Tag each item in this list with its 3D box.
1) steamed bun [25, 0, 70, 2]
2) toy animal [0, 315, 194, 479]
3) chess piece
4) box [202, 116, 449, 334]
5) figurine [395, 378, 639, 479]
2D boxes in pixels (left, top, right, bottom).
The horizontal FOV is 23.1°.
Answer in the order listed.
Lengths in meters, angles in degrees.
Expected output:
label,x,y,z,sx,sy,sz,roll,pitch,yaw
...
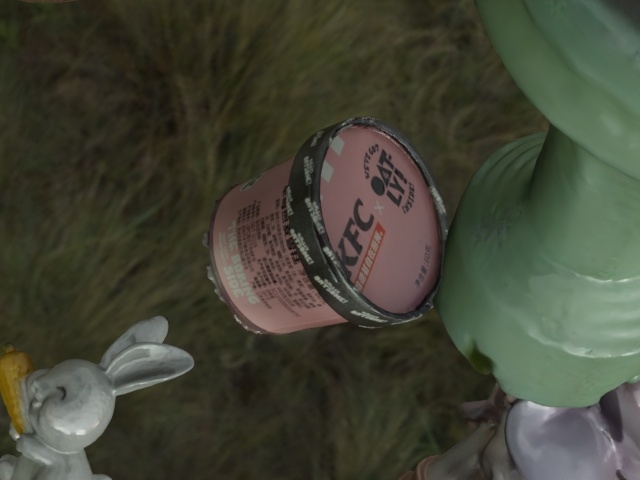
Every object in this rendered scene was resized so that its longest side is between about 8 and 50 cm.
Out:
label,x,y,z,sx,sy,sz,roll,pitch,yaw
steamed bun,-0.178,-0.243,1.084,0.106,0.175,0.145,15,80,-21
toy animal,-0.210,0.141,1.372,0.127,0.131,0.182,17,99,-40
chess piece,0.135,-0.042,0.658,0.194,0.299,0.195,4,59,-7
box,0.000,0.000,1.155,0.151,0.135,0.151,21,60,-42
figurine,0.165,0.097,0.895,0.276,0.133,0.200,-34,79,-3
